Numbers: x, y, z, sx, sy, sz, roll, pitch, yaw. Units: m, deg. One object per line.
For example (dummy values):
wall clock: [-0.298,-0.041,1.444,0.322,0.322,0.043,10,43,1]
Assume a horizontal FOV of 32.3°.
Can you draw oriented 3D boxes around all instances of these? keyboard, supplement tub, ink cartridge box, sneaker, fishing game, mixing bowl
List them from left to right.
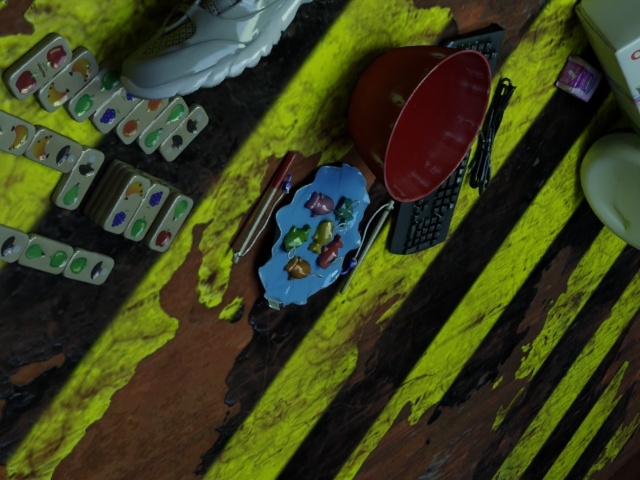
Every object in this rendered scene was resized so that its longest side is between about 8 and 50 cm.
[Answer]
sneaker: [-0.070,-0.227,0.933,0.281,0.105,0.115,-45,120,-17]
fishing game: [0.000,0.000,1.280,0.189,0.041,0.264,-60,150,1]
mixing bowl: [0.095,-0.145,1.216,0.181,0.098,0.181,-37,146,-31]
keyboard: [0.185,-0.128,1.432,0.202,0.033,0.317,-25,139,-42]
ink cartridge box: [0.507,-0.271,1.560,0.201,0.117,0.278,-33,140,10]
supplement tub: [0.614,-0.156,1.815,0.331,0.241,0.241,-42,147,-23]

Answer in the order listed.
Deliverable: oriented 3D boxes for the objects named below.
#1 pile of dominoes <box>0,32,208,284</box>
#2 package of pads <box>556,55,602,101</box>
pile of dominoes: [-0.198,-0.055,0.939,0.196,0.040,0.251,-59,150,5]
package of pads: [0.377,-0.234,1.605,0.083,0.032,0.050,10,108,-58]
